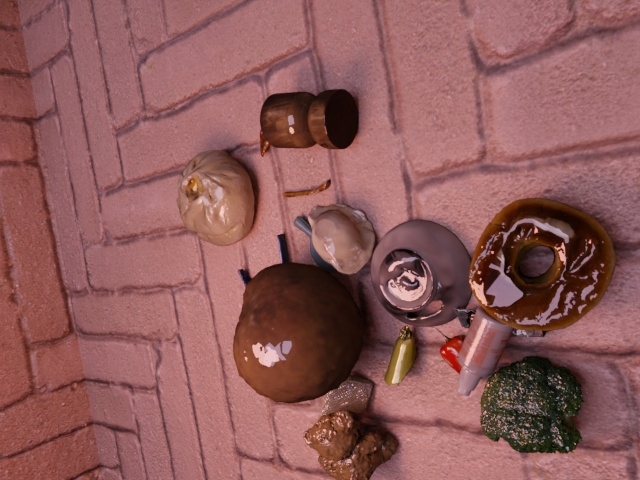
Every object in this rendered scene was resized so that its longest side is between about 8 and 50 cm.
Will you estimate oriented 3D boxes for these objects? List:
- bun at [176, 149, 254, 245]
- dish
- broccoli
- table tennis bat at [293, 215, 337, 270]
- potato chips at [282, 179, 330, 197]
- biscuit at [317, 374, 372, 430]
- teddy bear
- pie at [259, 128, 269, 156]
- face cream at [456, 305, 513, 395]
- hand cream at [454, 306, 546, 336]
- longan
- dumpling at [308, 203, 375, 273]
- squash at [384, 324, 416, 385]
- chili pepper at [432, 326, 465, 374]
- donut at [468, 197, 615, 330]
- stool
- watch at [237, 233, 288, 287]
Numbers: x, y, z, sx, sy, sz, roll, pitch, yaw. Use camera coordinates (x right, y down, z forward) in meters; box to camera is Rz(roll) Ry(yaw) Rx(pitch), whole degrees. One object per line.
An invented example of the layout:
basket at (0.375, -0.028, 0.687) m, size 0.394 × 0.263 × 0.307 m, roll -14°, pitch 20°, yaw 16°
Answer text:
bun at (-0.410, -0.150, 1.928) m, size 0.365 × 0.219 × 0.365 m, roll 8°, pitch 103°, yaw 41°
dish at (0.265, 0.107, 1.498) m, size 0.324 × 0.124 × 0.324 m, roll 7°, pitch 102°, yaw 38°
broccoli at (0.531, 0.424, 1.301) m, size 0.242 × 0.261 × 0.269 m, roll 32°, pitch 128°, yaw -14°
table tennis bat at (0.000, 0.000, 1.745) m, size 0.244 × 0.040 × 0.153 m, roll 40°, pitch 115°, yaw 23°
potato chips at (-0.049, -0.169, 1.763) m, size 0.204 × 0.026 × 0.037 m, roll -10°, pitch 88°, yaw 40°
biscuit at (0.077, 0.566, 1.726) m, size 0.147 × 0.046 × 0.250 m, roll 16°, pitch 103°, yaw 1°
teddy bear at (0.076, 0.656, 1.645) m, size 0.267 × 0.156 × 0.256 m, roll -35°, pitch 95°, yaw 15°
pie at (-0.177, -0.393, 1.822) m, size 0.088 × 0.033 × 0.191 m, roll 58°, pitch 132°, yaw 25°
face cream at (0.415, 0.301, 1.353) m, size 0.101 × 0.101 × 0.251 m, roll 28°, pitch 112°, yaw 32°
hand cream at (0.489, 0.218, 1.387) m, size 0.248 × 0.052 × 0.075 m, roll 3°, pitch 112°, yaw 38°
longan at (-0.065, 0.287, 1.620) m, size 0.404 × 0.404 × 0.436 m, roll -33°, pitch 34°, yaw 37°
dumpling at (0.071, -0.016, 1.618) m, size 0.147 × 0.193 × 0.258 m, roll 95°, pitch 154°, yaw -64°
squash at (0.255, 0.345, 1.568) m, size 0.075 × 0.090 × 0.200 m, roll 21°, pitch 109°, yaw 24°
chili pepper at (0.384, 0.313, 1.465) m, size 0.192 × 0.084 × 0.086 m, roll 46°, pitch 106°, yaw 18°
donut at (0.529, 0.052, 1.262) m, size 0.330 × 0.160 × 0.330 m, roll 3°, pitch 97°, yaw 23°
stool at (-0.037, -0.377, 1.623) m, size 0.264 × 0.179 × 0.179 m, roll 9°, pitch 103°, yaw 37°
watch at (-0.162, 0.158, 1.889) m, size 0.276 × 0.068 × 0.274 m, roll -40°, pitch 68°, yaw 36°
